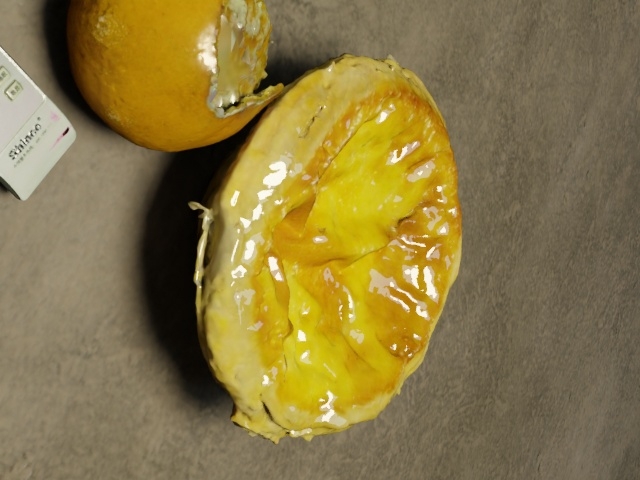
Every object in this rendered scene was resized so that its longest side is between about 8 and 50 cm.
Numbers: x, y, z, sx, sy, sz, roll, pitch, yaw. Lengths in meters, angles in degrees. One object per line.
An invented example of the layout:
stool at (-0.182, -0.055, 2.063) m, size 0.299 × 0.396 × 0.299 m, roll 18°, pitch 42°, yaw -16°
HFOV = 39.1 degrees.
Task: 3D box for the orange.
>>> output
orange at (-0.095, -0.134, 0.619) m, size 0.156 × 0.134 × 0.156 m, roll -31°, pitch 138°, yaw -33°

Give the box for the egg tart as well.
egg tart at (0.001, -0.001, 0.771) m, size 0.341 × 0.132 × 0.341 m, roll -15°, pitch 110°, yaw -50°

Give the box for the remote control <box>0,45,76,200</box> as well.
remote control at (-0.222, -0.097, 0.551) m, size 0.065 × 0.029 × 0.166 m, roll -58°, pitch 133°, yaw -23°
